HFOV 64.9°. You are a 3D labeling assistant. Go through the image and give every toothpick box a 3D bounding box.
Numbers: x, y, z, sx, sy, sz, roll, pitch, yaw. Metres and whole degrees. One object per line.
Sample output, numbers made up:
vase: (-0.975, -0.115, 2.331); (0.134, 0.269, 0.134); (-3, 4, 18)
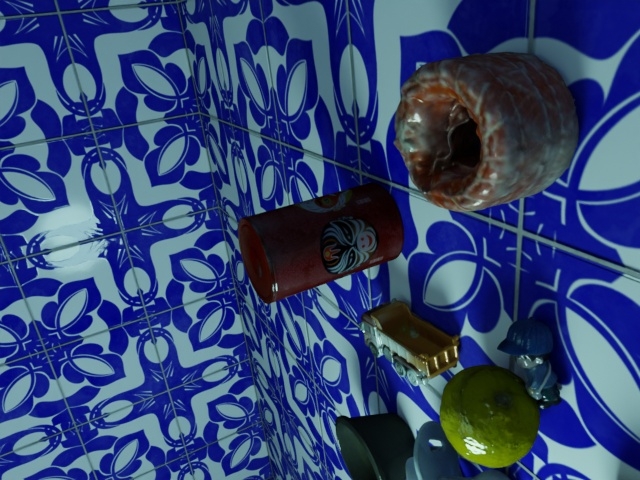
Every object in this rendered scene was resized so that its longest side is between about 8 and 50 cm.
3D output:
toothpick box: (0.000, 0.000, 1.167); (0.204, 0.334, 0.204); (47, 146, 47)

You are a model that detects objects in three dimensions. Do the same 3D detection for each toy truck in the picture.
toy truck: (0.198, 0.232, 1.169); (0.270, 0.114, 0.135); (25, 132, 60)

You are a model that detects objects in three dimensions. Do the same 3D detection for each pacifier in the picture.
pacifier: (0.311, 0.546, 1.092); (0.233, 0.244, 0.299); (-22, 60, 37)

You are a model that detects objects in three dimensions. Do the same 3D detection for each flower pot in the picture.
flower pot: (0.170, 0.595, 1.428); (0.269, 0.166, 0.268); (49, 151, 41)

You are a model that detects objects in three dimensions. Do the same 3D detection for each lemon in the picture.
lemon: (0.303, 0.313, 0.908); (0.181, 0.193, 0.180); (-4, 81, 27)

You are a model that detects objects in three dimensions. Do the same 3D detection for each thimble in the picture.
thimble: (0.232, -0.161, 0.748); (0.239, 0.162, 0.239); (45, 145, 46)

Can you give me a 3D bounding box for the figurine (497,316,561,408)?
figurine: (0.357, 0.204, 0.836); (0.087, 0.086, 0.149); (-25, 95, 29)
